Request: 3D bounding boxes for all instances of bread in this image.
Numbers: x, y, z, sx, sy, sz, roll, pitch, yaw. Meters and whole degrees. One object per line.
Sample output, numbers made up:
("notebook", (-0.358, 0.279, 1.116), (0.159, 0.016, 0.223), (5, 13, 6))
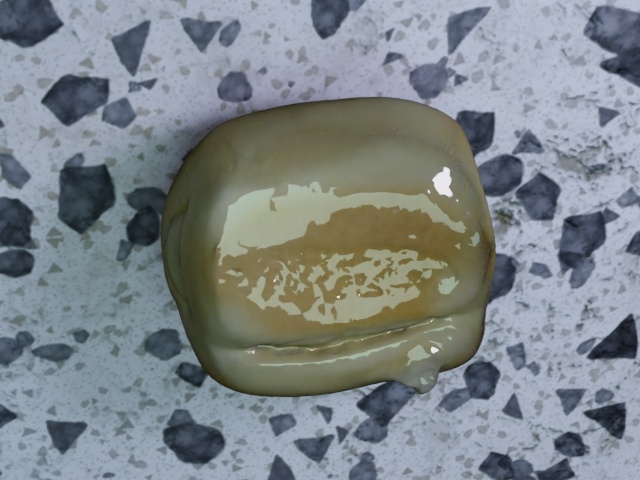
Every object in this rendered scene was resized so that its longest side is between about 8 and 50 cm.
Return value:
("bread", (0.000, 0.000, 1.819), (0.376, 0.253, 0.348), (-11, 117, -8))
